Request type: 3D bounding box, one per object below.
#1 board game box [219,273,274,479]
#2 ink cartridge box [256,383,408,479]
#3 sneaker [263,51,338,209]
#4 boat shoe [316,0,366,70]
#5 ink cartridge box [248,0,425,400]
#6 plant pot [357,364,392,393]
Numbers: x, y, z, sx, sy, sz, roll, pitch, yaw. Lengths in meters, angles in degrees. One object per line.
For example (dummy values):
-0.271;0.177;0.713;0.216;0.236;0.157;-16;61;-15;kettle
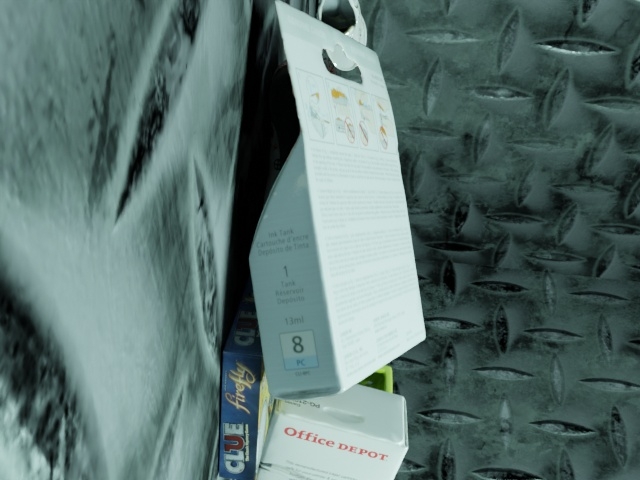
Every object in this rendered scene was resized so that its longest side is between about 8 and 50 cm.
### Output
-0.073;0.132;0.905;0.243;0.042;0.165;-79;174;-65;board game box
0.000;0.302;1.039;0.100;0.172;0.237;-81;-173;-60;ink cartridge box
-0.020;-0.109;0.996;0.145;0.090;0.270;-75;168;-60;sneaker
0.035;-0.429;1.533;0.277;0.098;0.096;76;18;-54;boat shoe
0.013;-0.043;0.882;0.308;0.091;0.384;-7;87;-67;ink cartridge box
0.015;0.379;1.584;0.207;0.227;0.228;104;-7;-57;plant pot
